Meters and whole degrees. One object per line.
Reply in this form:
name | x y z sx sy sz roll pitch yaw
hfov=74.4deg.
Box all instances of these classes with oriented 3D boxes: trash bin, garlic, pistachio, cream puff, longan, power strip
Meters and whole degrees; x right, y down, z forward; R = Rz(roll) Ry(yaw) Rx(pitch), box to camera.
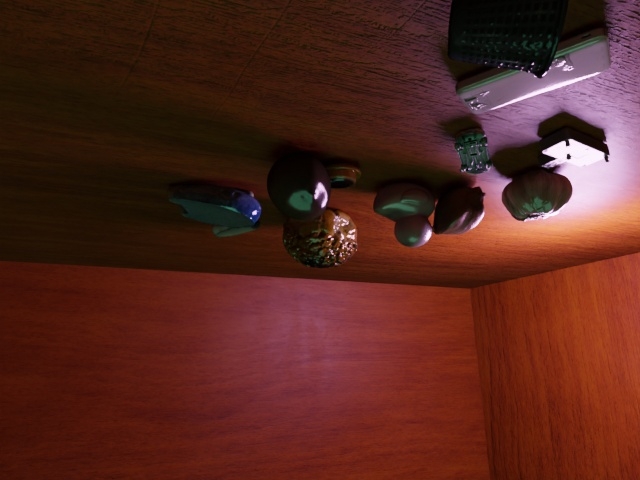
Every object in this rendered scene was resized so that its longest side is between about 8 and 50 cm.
trash bin | 0.288 -0.350 0.672 0.160 0.176 0.175 5 167 15
garlic | 0.735 -0.146 1.440 0.227 0.152 0.228 -3 158 -1
pistachio | 0.491 -0.096 1.559 0.212 0.163 0.260 -38 173 -15
cream puff | 0.000 0.000 1.796 0.326 0.231 0.343 2 165 1
longan | -0.064 -0.165 1.265 0.196 0.197 0.220 -6 147 18
power strip | 0.713 -0.250 1.227 0.215 0.061 0.145 9 161 -28

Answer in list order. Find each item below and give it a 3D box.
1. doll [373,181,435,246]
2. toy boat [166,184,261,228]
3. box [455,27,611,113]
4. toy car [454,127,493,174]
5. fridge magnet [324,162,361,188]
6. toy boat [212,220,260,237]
doll | 0.305 -0.085 1.514 0.250 0.221 0.221 18 158 -22
toy boat | -0.375 -0.144 1.535 0.329 0.123 0.215 8 158 9
box | 0.445 -0.347 0.897 0.284 0.044 0.142 -12 163 35
toy car | 0.436 -0.254 1.207 0.093 0.058 0.186 -8 151 26
fridge magnet | 0.060 -0.207 1.352 0.142 0.063 0.143 0 168 0
toy boat | -0.371 -0.073 1.840 0.207 0.079 0.134 -13 171 3
